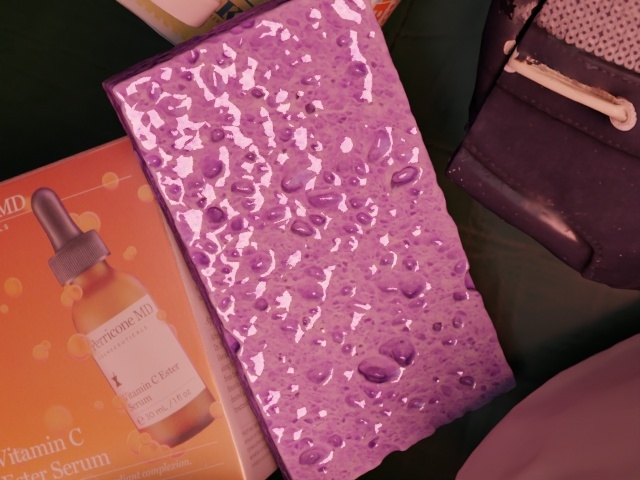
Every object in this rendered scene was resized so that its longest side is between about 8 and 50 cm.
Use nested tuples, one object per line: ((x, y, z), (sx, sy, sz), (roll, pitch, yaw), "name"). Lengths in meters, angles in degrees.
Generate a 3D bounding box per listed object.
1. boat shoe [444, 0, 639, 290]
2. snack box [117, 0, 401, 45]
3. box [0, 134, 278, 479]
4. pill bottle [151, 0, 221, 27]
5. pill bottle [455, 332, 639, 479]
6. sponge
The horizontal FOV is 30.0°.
((0.216, -0.028, 0.498), (0.340, 0.127, 0.158), (29, 126, 4), "boat shoe")
((-0.081, -0.224, 0.574), (0.322, 0.060, 0.187), (39, 104, 9), "snack box")
((-0.103, 0.047, 0.586), (0.130, 0.091, 0.170), (-19, 90, 15), "box")
((-0.034, -0.151, 0.501), (0.067, 0.067, 0.120), (42, 104, 8), "pill bottle")
((0.190, 0.191, 0.470), (0.169, 0.169, 0.301), (-29, 98, 15), "pill bottle")
((0.000, 0.000, 0.531), (0.117, 0.031, 0.210), (-26, 108, -11), "sponge")
